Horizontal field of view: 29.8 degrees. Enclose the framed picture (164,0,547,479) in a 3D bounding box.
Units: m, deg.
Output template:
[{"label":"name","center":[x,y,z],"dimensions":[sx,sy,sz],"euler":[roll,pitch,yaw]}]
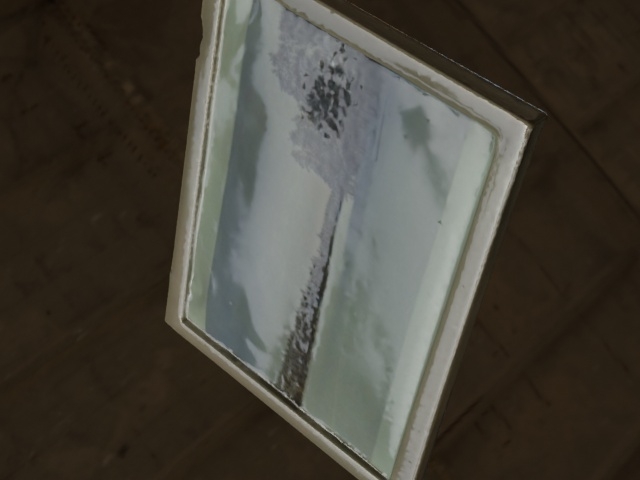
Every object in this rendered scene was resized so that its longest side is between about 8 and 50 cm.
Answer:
[{"label":"framed picture","center":[0.000,0.000,0.682],"dimensions":[0.213,0.289,0.016],"euler":[35,-135,25]}]
